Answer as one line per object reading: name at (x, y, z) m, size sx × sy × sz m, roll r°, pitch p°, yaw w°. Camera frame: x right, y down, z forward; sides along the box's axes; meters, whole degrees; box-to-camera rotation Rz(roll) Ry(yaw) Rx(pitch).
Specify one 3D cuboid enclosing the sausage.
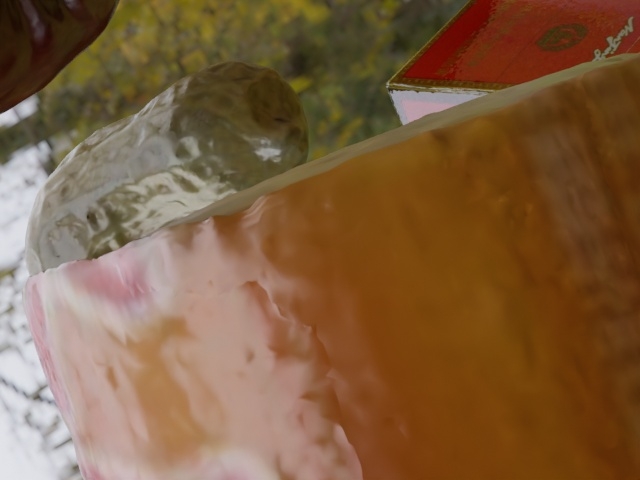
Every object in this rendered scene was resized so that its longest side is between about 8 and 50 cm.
sausage at (0.053, 0.104, 0.566) m, size 0.233 × 0.233 × 0.287 m, roll 2°, pitch -111°, yaw -83°

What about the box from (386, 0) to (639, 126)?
box at (0.193, -0.138, 1.440) m, size 0.239 × 0.153 × 0.074 m, roll 8°, pitch 130°, yaw 43°

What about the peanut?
peanut at (-0.137, -0.052, 1.515) m, size 0.143 × 0.291 × 0.159 m, roll 21°, pitch -140°, yaw -46°

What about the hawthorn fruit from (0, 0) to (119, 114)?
hawthorn fruit at (-0.299, -0.224, 1.212) m, size 0.324 × 0.308 × 0.308 m, roll 25°, pitch 167°, yaw 28°
